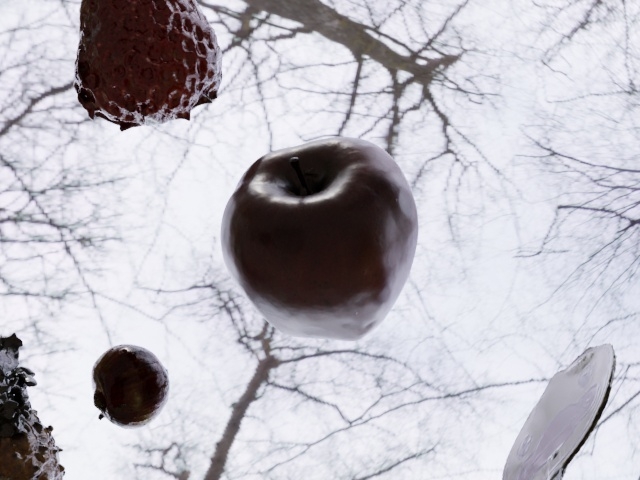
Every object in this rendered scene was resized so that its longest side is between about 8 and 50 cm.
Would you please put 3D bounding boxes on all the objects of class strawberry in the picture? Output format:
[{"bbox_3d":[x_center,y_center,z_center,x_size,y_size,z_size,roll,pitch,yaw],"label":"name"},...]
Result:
[{"bbox_3d":[-0.241,-0.279,1.257,0.205,0.205,0.244,-4,-66,25],"label":"strawberry"}]

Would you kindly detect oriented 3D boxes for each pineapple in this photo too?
[{"bbox_3d":[-0.378,0.214,1.087,0.157,0.158,0.279,11,-65,23],"label":"pineapple"}]

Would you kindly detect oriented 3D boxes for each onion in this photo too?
[{"bbox_3d":[-0.259,0.194,1.284,0.117,0.118,0.119,40,-71,21],"label":"onion"}]

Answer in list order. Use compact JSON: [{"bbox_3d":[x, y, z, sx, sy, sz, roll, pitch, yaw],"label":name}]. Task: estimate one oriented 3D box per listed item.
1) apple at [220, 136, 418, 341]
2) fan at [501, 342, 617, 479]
[{"bbox_3d":[-0.002,0.000,1.073,0.234,0.234,0.234,2,-85,24],"label":"apple"},{"bbox_3d":[0.272,0.231,1.091,0.011,0.335,0.230,32,-67,-1],"label":"fan"}]
